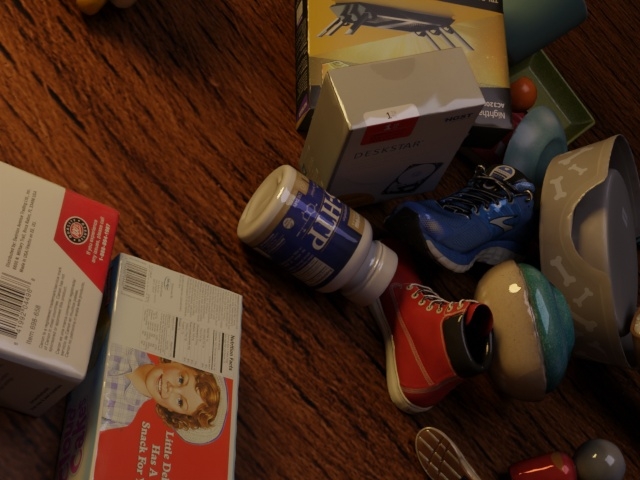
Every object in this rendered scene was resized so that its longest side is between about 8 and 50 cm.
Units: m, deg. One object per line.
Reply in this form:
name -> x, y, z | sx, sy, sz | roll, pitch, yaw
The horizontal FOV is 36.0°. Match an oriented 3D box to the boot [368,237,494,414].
boot -> 0.145, 0.076, 1.257 | 0.088, 0.176, 0.244 | 8, 55, -32

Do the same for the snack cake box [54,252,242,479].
snack cake box -> -0.168, 0.161, 0.995 | 0.152, 0.089, 0.264 | 23, 49, -30

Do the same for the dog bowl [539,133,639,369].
dog bowl -> 0.415, 0.019, 1.480 | 0.348, 0.102, 0.349 | 16, 72, -63

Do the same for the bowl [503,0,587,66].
bowl -> 0.273, -0.408, 1.659 | 0.311, 0.163, 0.311 | 40, 4, -3

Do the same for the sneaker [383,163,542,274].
sneaker -> 0.211, -0.045, 1.380 | 0.129, 0.147, 0.330 | 36, 23, 30

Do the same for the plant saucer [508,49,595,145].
plant saucer -> 0.398, -0.253, 1.798 | 0.188, 0.045, 0.188 | 54, 42, 3

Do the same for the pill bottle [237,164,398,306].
pill bottle -> 0.000, 0.000, 1.234 | 0.186, 0.112, 0.112 | 34, 45, -18

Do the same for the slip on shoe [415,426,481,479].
slip on shoe -> 0.168, 0.290, 1.233 | 0.135, 0.051, 0.041 | 46, 1, 7

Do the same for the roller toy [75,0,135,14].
roller toy -> -0.237, -0.396, 1.242 | 0.146, 0.191, 0.209 | 37, 44, -16

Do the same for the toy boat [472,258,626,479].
toy boat -> 0.296, 0.178, 1.300 | 0.267, 0.148, 0.318 | 30, 47, -83

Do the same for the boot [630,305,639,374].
boot -> 0.551, 0.191, 1.500 | 0.236, 0.089, 0.270 | -46, 126, -47

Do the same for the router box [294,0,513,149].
router box -> 0.118, -0.270, 1.433 | 0.308, 0.081, 0.243 | 3, 72, -16

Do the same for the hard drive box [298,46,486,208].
hard drive box -> 0.083, -0.136, 1.270 | 0.181, 0.232, 0.089 | -13, 68, -15

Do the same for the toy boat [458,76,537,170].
toy boat -> 0.285, -0.213, 1.594 | 0.231, 0.151, 0.151 | 35, 44, -18

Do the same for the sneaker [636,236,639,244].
sneaker -> 0.592, -0.041, 1.776 | 0.283, 0.110, 0.122 | -19, 79, -46

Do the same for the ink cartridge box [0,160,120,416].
ink cartridge box -> -0.347, 0.022, 0.917 | 0.272, 0.114, 0.197 | 25, 49, -27

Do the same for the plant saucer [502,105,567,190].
plant saucer -> 0.354, -0.117, 1.582 | 0.195, 0.037, 0.195 | -24, 123, -43
